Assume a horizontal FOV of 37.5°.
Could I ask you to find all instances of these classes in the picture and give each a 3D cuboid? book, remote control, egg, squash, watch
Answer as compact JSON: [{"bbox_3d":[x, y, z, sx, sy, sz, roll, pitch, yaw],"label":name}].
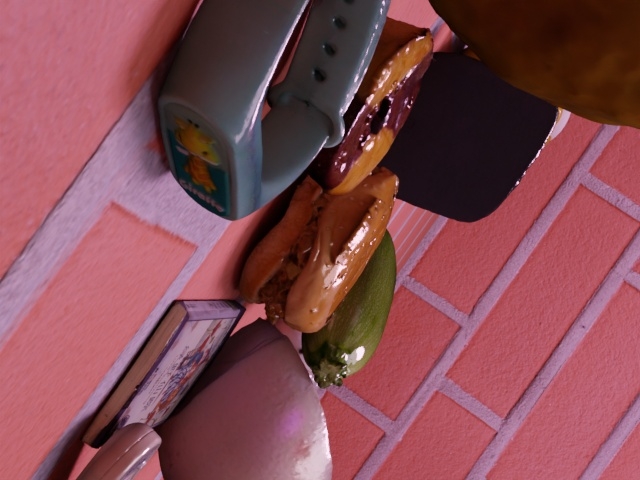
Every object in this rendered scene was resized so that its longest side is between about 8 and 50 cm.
[{"bbox_3d":[-0.149,0.131,0.962,0.157,0.026,0.231,-55,171,2],"label":"book"},{"bbox_3d":[-0.222,0.247,0.886,0.221,0.042,0.078,-50,174,27],"label":"remote control"},{"bbox_3d":[-0.104,0.248,1.112,0.162,0.206,0.271,-21,152,-29],"label":"egg"},{"bbox_3d":[0.041,0.062,1.214,0.107,0.107,0.395,-60,-174,28],"label":"squash"},{"bbox_3d":[-0.025,-0.112,0.609,0.195,0.068,0.237,-54,168,-22],"label":"watch"}]

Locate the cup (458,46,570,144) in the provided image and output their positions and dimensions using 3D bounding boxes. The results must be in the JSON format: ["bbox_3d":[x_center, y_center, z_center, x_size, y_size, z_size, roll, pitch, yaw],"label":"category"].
[{"bbox_3d":[0.235,-0.200,1.307,0.226,0.185,0.241,-38,153,-44],"label":"cup"}]

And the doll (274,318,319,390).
[{"bbox_3d":[0.001,0.112,1.397,0.293,0.119,0.138,-53,128,-17],"label":"doll"}]

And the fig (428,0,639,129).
[{"bbox_3d":[0.201,-0.242,0.548,0.343,0.343,0.343,-53,171,-12],"label":"fig"}]

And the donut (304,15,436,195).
[{"bbox_3d":[0.031,-0.122,0.817,0.166,0.073,0.184,-55,170,9],"label":"donut"}]

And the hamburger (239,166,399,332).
[{"bbox_3d":[0.000,0.001,1.032,0.213,0.108,0.213,-58,172,-13],"label":"hamburger"}]

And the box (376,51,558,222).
[{"bbox_3d":[0.170,-0.128,1.181,0.042,0.201,0.212,-84,-161,-59],"label":"box"}]
